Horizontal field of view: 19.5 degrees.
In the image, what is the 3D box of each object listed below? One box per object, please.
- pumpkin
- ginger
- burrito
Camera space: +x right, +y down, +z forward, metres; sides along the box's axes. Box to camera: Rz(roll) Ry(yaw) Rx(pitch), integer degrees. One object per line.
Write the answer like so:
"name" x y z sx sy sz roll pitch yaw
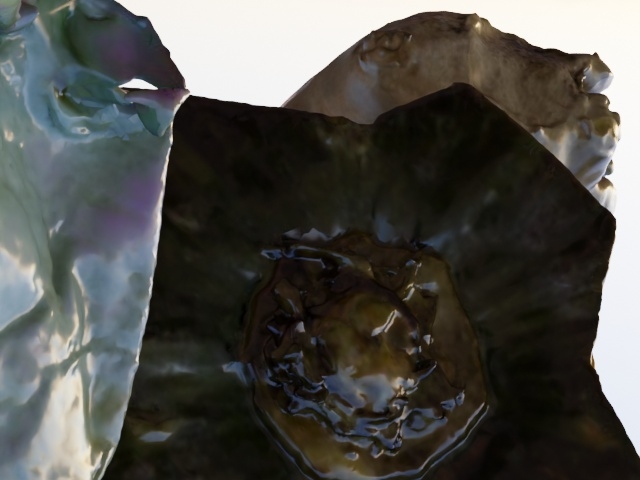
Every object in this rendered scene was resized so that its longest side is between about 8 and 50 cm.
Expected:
"pumpkin" 0.015 0.063 0.748 0.290 0.258 0.095 3 165 -10
"ginger" 0.020 0.000 1.071 0.236 0.166 0.375 -2 165 -33
"burrito" -0.108 0.034 0.493 0.089 0.229 0.144 14 -176 31
